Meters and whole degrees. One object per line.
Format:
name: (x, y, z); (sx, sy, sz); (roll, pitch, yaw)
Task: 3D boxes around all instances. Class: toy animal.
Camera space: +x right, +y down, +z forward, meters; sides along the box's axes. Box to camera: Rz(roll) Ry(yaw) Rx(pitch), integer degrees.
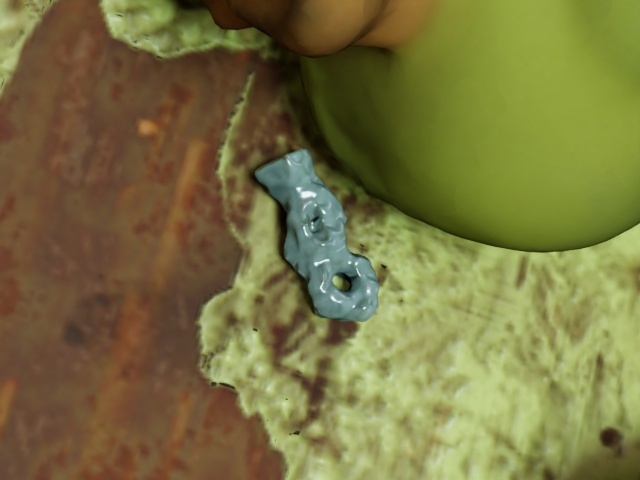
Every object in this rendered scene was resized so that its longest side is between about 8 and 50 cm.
toy animal: (0.104, -0.093, 0.524); (0.338, 0.216, 0.191); (1, 107, -25)

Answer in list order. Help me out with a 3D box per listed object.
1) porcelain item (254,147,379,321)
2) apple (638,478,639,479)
porcelain item: (0.000, 0.000, 0.547); (0.036, 0.028, 0.083); (-30, 94, -26)
apple: (0.193, 0.189, 0.517); (0.207, 0.174, 0.188); (22, 95, -24)
